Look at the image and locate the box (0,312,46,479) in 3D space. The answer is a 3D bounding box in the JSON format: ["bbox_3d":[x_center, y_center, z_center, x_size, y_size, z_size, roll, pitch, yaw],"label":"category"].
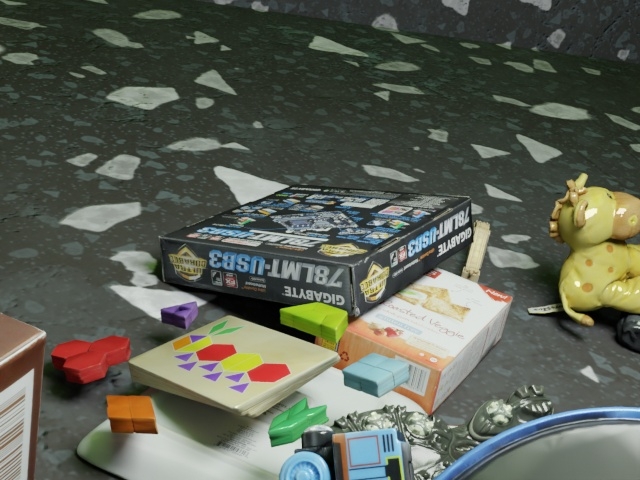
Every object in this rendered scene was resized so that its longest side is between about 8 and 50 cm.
[{"bbox_3d":[-0.426,0.113,0.840,0.382,0.191,0.143,19,26,18],"label":"box"}]

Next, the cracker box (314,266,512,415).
[{"bbox_3d":[0.115,0.104,1.223,0.156,0.067,0.232,22,26,22],"label":"cracker box"}]

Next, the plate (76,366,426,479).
[{"bbox_3d":[-0.053,0.181,1.024,0.277,0.045,0.278,20,27,16],"label":"plate"}]

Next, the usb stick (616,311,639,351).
[{"bbox_3d":[0.471,0.085,1.437,0.077,0.045,0.278,18,26,16],"label":"usb stick"}]

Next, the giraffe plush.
[{"bbox_3d":[0.374,0.001,1.365,0.210,0.170,0.181,-12,19,-13],"label":"giraffe plush"}]

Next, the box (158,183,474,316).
[{"bbox_3d":[0.000,0.000,1.304,0.296,0.073,0.293,6,21,34],"label":"box"}]

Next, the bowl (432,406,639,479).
[{"bbox_3d":[0.203,0.284,0.637,0.392,0.077,0.391,-3,56,5],"label":"bowl"}]

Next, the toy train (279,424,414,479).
[{"bbox_3d":[0.028,0.235,0.804,0.105,0.184,0.080,-9,-18,11],"label":"toy train"}]

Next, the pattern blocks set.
[{"bbox_3d":[-0.089,0.123,1.004,0.286,0.026,0.325,-19,22,-32],"label":"pattern blocks set"}]

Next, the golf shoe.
[{"bbox_3d":[0.104,0.215,0.944,0.273,0.120,0.105,-3,55,-22],"label":"golf shoe"}]

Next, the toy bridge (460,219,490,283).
[{"bbox_3d":[0.227,0.009,1.472,0.026,0.063,0.188,15,25,7],"label":"toy bridge"}]
